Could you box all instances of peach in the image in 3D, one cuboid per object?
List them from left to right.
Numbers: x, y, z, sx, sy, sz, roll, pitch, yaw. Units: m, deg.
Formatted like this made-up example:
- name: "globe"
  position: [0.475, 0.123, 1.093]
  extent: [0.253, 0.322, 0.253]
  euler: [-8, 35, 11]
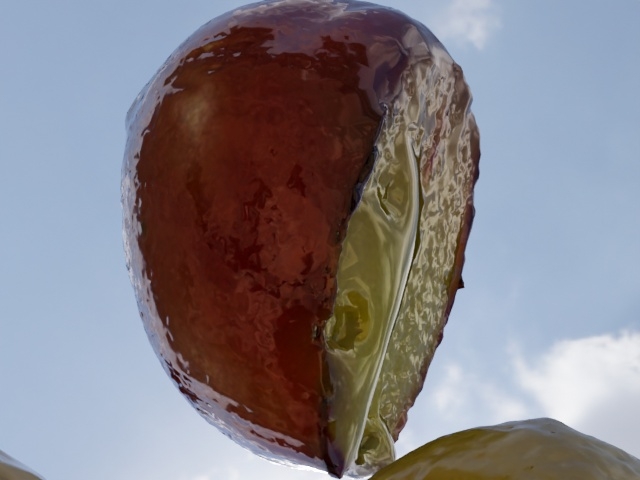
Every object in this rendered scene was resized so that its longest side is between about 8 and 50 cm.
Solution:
- name: "peach"
  position: [0.000, 0.000, 0.925]
  extent: [0.281, 0.281, 0.338]
  euler: [-42, -127, 30]

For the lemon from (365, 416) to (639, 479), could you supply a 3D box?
- name: "lemon"
  position: [0.109, 0.212, 0.665]
  extent: [0.233, 0.288, 0.233]
  euler: [-32, -149, 22]

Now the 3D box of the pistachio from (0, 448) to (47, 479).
- name: "pistachio"
  position: [-0.163, 0.209, 0.518]
  extent: [0.187, 0.187, 0.299]
  euler: [-17, -115, 38]
